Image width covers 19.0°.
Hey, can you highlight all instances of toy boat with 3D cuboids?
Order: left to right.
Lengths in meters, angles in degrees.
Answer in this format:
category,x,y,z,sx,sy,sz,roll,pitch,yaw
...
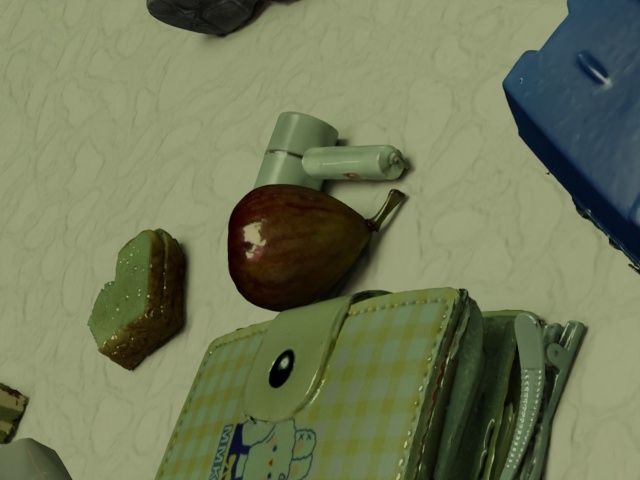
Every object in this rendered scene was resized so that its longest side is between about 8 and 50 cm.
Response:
category,x,y,z,sx,sy,sz,roll,pitch,yaw
toy boat,0.216,-0.026,1.003,0.129,0.088,0.295,-52,43,14

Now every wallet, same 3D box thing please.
category,x,y,z,sx,sy,sz,roll,pitch,yaw
wallet,-0.006,0.139,1.205,0.309,0.077,0.223,-10,62,54

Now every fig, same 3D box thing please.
category,x,y,z,sx,sy,sz,roll,pitch,yaw
fig,0.000,0.000,1.308,0.125,0.089,0.089,-12,50,15

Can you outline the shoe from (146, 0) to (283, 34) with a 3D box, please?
category,x,y,z,sx,sy,sz,roll,pitch,yaw
shoe,-0.051,-0.266,1.561,0.245,0.095,0.137,-25,49,53

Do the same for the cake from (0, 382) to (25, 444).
category,x,y,z,sx,sy,sz,roll,pitch,yaw
cake,-0.294,0.142,1.660,0.051,0.055,0.140,-67,14,-6

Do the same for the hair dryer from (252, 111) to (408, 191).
category,x,y,z,sx,sy,sz,roll,pitch,yaw
hair dryer,0.009,-0.047,1.354,0.137,0.047,0.082,1,67,48

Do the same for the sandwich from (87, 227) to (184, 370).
category,x,y,z,sx,sy,sz,roll,pitch,yaw
sandwich,-0.144,0.044,1.506,0.093,0.036,0.105,-34,40,38

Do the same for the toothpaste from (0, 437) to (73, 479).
category,x,y,z,sx,sy,sz,roll,pitch,yaw
toothpaste,-0.130,0.286,1.223,0.125,0.080,0.371,-48,54,20

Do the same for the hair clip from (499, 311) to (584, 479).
category,x,y,z,sx,sy,sz,roll,pitch,yaw
hair clip,0.116,0.095,1.088,0.030,0.039,0.115,-15,56,57
